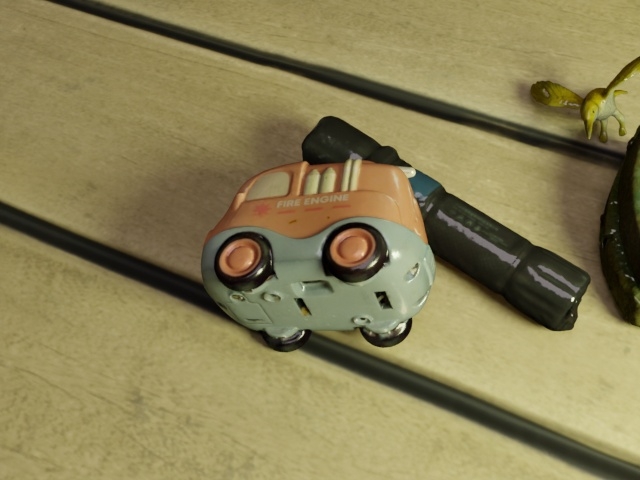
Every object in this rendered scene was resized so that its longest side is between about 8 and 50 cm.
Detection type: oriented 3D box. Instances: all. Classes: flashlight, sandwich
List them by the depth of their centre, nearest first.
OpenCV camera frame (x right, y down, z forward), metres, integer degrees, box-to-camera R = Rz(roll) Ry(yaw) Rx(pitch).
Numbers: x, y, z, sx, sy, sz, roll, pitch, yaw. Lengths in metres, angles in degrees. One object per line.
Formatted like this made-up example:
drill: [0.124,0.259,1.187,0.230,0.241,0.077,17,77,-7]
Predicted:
sandwich: [0.456,-0.021,0.921,0.212,0.109,0.292,26,62,20]
flashlight: [0.155,-0.027,0.962,0.424,0.103,0.103,34,65,21]

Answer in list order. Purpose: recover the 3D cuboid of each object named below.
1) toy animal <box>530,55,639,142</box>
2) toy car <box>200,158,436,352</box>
toy animal: [0.398,-0.182,1.029,0.219,0.095,0.155,-16,48,41]
toy car: [0.000,0.000,0.882,0.271,0.180,0.212,-6,55,15]
